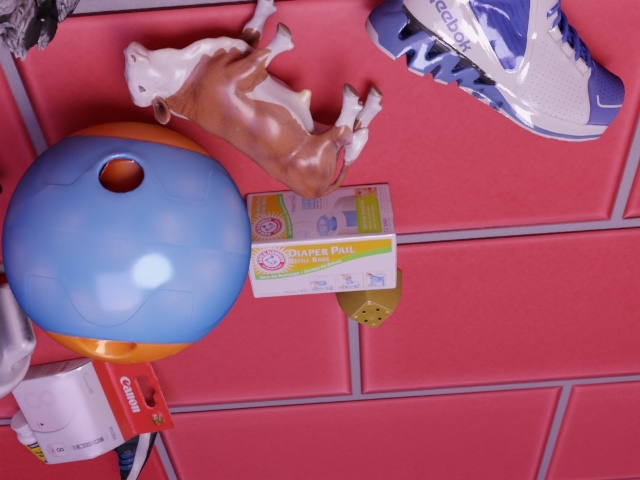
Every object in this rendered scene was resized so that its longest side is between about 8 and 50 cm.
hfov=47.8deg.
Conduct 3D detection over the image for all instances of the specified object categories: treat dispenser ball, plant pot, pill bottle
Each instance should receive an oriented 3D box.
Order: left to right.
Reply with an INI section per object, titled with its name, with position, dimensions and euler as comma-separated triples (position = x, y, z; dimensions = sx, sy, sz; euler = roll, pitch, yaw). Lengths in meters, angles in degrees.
[pill bottle]
position = -0.523, 0.362, 1.346
dimensions = 0.065, 0.065, 0.116
euler = -15, 132, 11
[treat dispenser ball]
position = -0.226, 0.002, 0.868
dimensions = 0.288, 0.288, 0.288
euler = -2, 133, -2
[plant pot]
position = 0.075, 0.085, 1.109
dimensions = 0.081, 0.083, 0.081
euler = 26, 127, -23

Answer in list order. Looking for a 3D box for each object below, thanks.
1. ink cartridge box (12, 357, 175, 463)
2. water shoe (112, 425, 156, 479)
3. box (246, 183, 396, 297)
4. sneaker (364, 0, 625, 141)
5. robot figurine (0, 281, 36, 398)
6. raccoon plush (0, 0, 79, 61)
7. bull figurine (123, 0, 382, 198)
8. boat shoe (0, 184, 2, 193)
[ink cartridge box]
position = -0.397, 0.293, 1.265
dimensions = 0.232, 0.066, 0.189
euler = -8, 116, 11
[water shoe]
position = -0.368, 0.396, 1.396
dimensions = 0.080, 0.073, 0.203
euler = 25, 122, -1
[box]
position = 0.000, 0.000, 1.006
dimensions = 0.203, 0.114, 0.103
euler = -4, 133, 2
[sneaker]
position = 0.227, -0.239, 0.787
dimensions = 0.315, 0.128, 0.182
euler = 18, 131, -17
[robot figurine]
position = -0.584, 0.188, 1.090
dimensions = 0.353, 0.200, 0.300
euler = -32, 156, 23
[raccoon plush]
position = -0.345, -0.381, 0.643
dimensions = 0.299, 0.216, 0.447
euler = 24, 99, -6
[bull figurine]
position = -0.074, -0.169, 0.853
dimensions = 0.310, 0.101, 0.188
euler = 34, 121, -29
[boat shoe]
position = -0.509, -0.153, 0.845
dimensions = 0.123, 0.123, 0.342
euler = -25, 130, 1
